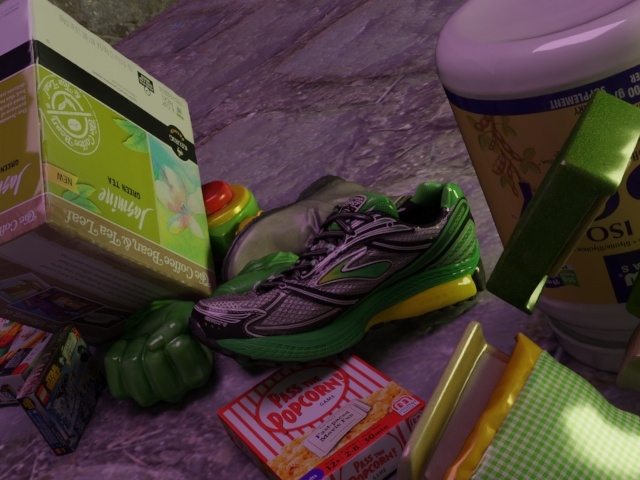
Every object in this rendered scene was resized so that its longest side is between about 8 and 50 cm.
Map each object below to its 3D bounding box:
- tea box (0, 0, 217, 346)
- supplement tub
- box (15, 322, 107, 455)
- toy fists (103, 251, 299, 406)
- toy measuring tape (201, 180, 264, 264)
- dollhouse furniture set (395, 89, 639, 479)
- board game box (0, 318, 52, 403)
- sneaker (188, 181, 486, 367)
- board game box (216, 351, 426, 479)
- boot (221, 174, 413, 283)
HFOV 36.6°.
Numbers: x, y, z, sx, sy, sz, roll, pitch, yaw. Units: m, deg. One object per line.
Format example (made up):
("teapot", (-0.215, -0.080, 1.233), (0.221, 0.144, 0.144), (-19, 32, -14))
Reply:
("tea box", (-0.324, -0.073, 1.228), (0.220, 0.329, 0.323), (-21, 65, 21))
("supplement tub", (0.261, -0.072, 0.863), (0.241, 0.331, 0.241), (-20, 26, 11))
("box", (-0.309, 0.178, 1.171), (0.027, 0.094, 0.137), (-16, 27, 17))
("toy fists", (-0.127, 0.104, 1.148), (0.279, 0.096, 0.142), (-22, 27, 3))
("toy measuring tape", (-0.182, -0.031, 1.423), (0.330, 0.121, 0.121), (5, 40, 46))
("dollhouse furniture set", (0.198, 0.076, 0.634), (0.197, 0.151, 0.301), (29, 49, 7))
("board game box", (-0.407, 0.119, 1.408), (0.193, 0.053, 0.305), (-10, 30, 29))
("sneaker", (0.015, 0.028, 1.028), (0.343, 0.146, 0.134), (-21, 21, -25))
("board game box", (0.002, 0.180, 0.950), (0.147, 0.045, 0.193), (-33, 27, -18))
("boot", (0.000, 0.000, 1.251), (0.246, 0.083, 0.161), (-41, 36, -25))
